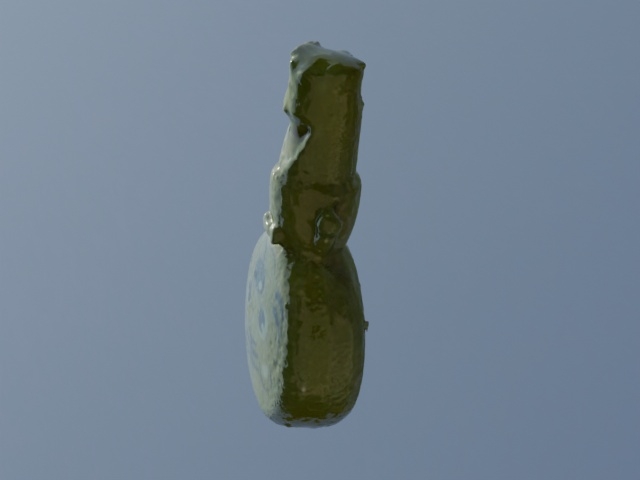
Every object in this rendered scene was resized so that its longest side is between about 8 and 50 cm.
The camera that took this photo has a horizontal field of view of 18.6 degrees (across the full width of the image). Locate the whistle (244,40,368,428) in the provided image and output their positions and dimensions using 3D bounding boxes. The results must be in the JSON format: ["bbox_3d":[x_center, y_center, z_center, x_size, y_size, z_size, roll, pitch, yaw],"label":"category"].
[{"bbox_3d":[0.000,0.000,0.957,0.057,0.104,0.198,0,-64,-16],"label":"whistle"}]
